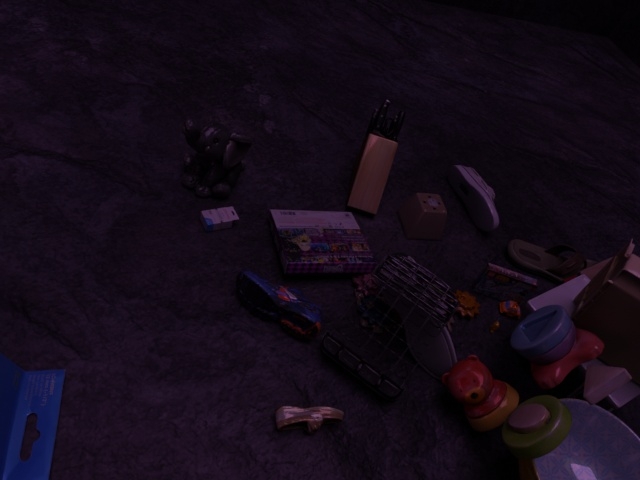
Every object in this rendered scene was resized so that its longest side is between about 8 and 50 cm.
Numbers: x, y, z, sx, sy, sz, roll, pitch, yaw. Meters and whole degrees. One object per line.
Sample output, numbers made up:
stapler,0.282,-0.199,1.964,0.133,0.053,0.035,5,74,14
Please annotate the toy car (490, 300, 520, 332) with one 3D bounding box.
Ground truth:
toy car,0.478,0.196,1.386,0.060,0.041,0.122,32,45,9

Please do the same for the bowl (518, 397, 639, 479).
bowl,0.493,0.473,1.052,0.289,0.156,0.290,11,46,-12

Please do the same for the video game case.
video game case,0.000,0.000,1.361,0.231,0.042,0.210,0,39,-21

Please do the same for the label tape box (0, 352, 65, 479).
label tape box,-0.598,0.286,0.836,0.347,0.115,0.249,3,48,-17

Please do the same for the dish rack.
dish rack,0.148,0.175,1.149,0.208,0.074,0.272,35,85,11

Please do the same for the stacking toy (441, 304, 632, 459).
stacking toy,0.398,0.253,1.058,0.309,0.279,0.130,-41,95,1

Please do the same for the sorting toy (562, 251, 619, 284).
sorting toy,0.759,0.131,1.509,0.274,0.046,0.133,-19,94,-21

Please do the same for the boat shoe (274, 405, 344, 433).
boat shoe,-0.021,0.347,1.050,0.135,0.050,0.045,2,51,-6

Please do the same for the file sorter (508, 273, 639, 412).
file sorter,0.607,0.260,1.272,0.192,0.173,0.278,-19,57,-24

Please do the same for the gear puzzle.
gear puzzle,0.248,0.150,1.335,0.338,0.044,0.176,6,47,-16

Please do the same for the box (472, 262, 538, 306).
box,0.478,0.117,1.421,0.136,0.094,0.027,19,45,-4

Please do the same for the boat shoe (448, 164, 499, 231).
boat shoe,0.484,-0.133,1.663,0.088,0.096,0.268,-5,43,-19

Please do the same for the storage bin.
storage bin,0.662,0.163,1.083,0.262,0.260,0.123,36,58,18

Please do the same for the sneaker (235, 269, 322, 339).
sneaker,-0.090,0.135,1.209,0.221,0.083,0.087,34,32,4

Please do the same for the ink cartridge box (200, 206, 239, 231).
ink cartridge box,-0.248,-0.053,1.344,0.083,0.028,0.048,-12,54,-29

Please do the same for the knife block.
knife block,0.160,-0.243,1.528,0.088,0.242,0.276,17,45,-4

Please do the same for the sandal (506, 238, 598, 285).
sandal,0.683,0.059,1.559,0.302,0.086,0.120,16,45,-7

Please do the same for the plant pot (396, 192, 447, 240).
plant pot,0.291,-0.073,1.524,0.109,0.096,0.109,2,48,-18

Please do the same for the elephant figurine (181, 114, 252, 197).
elephant figurine,-0.256,-0.232,1.358,0.169,0.240,0.186,10,46,-12

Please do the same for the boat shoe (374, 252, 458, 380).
boat shoe,0.232,0.165,1.227,0.091,0.114,0.303,-28,94,-53
